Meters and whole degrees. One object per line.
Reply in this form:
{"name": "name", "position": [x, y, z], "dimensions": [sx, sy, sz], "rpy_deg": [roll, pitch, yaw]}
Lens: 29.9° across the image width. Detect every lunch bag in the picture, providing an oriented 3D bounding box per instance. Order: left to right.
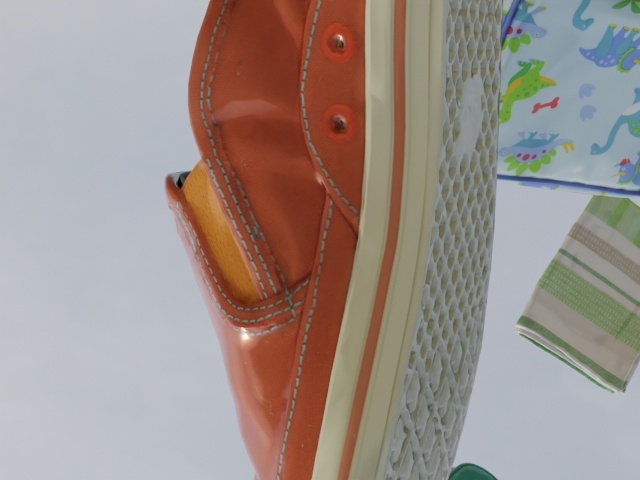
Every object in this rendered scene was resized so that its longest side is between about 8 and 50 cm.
{"name": "lunch bag", "position": [0.189, -0.117, 0.847], "dimensions": [0.219, 0.176, 0.090], "rpy_deg": [5, -143, -22]}

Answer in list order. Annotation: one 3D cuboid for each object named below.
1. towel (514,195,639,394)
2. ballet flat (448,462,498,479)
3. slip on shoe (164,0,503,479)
{"name": "towel", "position": [0.249, 0.042, 1.026], "dimensions": [0.152, 0.113, 0.023], "rpy_deg": [-58, -173, -6]}
{"name": "ballet flat", "position": [0.063, 0.239, 0.877], "dimensions": [0.086, 0.086, 0.248], "rpy_deg": [15, -164, 32]}
{"name": "slip on shoe", "position": [0.000, 0.000, 0.413], "dimensions": [0.101, 0.331, 0.123], "rpy_deg": [6, -171, 20]}
